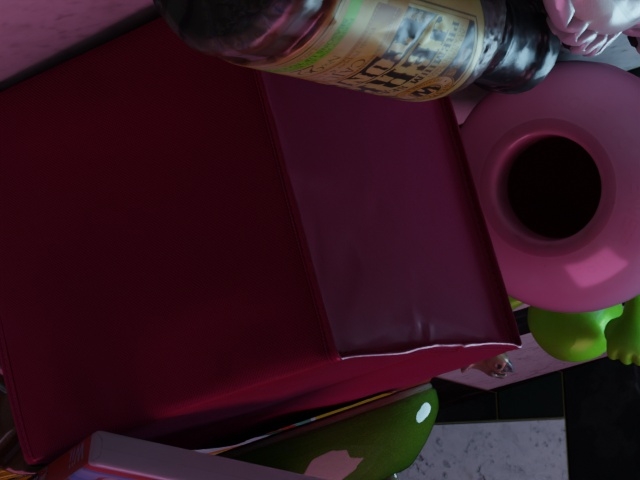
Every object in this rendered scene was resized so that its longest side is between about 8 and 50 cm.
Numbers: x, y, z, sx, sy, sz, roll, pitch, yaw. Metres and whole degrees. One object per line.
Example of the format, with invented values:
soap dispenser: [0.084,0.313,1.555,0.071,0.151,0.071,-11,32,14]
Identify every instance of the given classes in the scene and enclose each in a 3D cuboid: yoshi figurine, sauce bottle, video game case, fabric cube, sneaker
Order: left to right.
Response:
video game case: [-0.115,0.197,1.287,0.204,0.025,0.285,15,154,-23]
fabric cube: [-0.056,-0.005,1.273,0.258,0.254,0.259,-22,166,30]
sauce bottle: [0.041,-0.141,1.104,0.111,0.111,0.344,-22,166,32]
yoshi figurine: [0.370,0.038,2.118,0.362,0.203,0.203,-16,175,24]
sneaker: [0.204,-0.182,1.155,0.118,0.110,0.292,-29,171,27]

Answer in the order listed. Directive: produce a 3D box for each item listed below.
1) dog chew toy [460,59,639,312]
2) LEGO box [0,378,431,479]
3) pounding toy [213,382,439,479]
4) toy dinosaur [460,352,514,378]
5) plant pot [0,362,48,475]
dog chew toy: [0.234,-0.046,1.578,0.206,0.206,0.332,-19,175,20]
LEGO box: [-0.151,0.134,1.936,0.500,0.193,0.372,-13,168,-4]
pounding toy: [-0.008,0.194,1.379,0.237,0.110,0.183,-18,175,-20]
toy dinosaur: [0.089,0.131,2.401,0.296,0.127,0.200,0,158,-8]
plant pot: [-0.265,0.119,1.620,0.167,0.167,0.165,-10,-159,-20]
